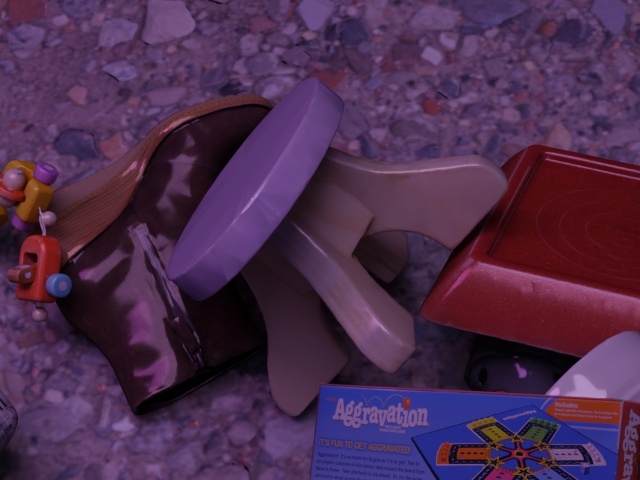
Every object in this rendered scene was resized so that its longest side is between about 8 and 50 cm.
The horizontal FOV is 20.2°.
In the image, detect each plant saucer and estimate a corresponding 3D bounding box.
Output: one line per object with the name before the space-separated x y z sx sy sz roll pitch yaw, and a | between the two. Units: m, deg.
plant saucer | 0.234 0.007 1.378 0.259 0.048 0.258 12 31 15

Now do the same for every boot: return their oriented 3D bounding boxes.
boot | -0.100 0.008 1.474 0.248 0.090 0.207 -31 69 -16

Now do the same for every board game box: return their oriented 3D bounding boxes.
board game box | 0.090 0.170 1.174 0.281 0.027 0.145 -2 80 50

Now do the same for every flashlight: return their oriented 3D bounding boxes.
flashlight | 0.121 0.181 1.308 0.103 0.103 0.304 24 53 -10

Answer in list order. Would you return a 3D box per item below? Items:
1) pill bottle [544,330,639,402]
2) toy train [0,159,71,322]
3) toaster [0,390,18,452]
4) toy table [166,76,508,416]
pill bottle | 0.279 0.217 1.155 0.188 0.188 0.334 -39 65 -19
toy train | -0.261 -0.006 1.445 0.166 0.046 0.125 12 94 46
toaster | -0.330 0.136 1.340 0.227 0.129 0.146 48 63 -7
toy table | 0.000 0.000 1.348 0.161 0.252 0.274 39 28 -11
